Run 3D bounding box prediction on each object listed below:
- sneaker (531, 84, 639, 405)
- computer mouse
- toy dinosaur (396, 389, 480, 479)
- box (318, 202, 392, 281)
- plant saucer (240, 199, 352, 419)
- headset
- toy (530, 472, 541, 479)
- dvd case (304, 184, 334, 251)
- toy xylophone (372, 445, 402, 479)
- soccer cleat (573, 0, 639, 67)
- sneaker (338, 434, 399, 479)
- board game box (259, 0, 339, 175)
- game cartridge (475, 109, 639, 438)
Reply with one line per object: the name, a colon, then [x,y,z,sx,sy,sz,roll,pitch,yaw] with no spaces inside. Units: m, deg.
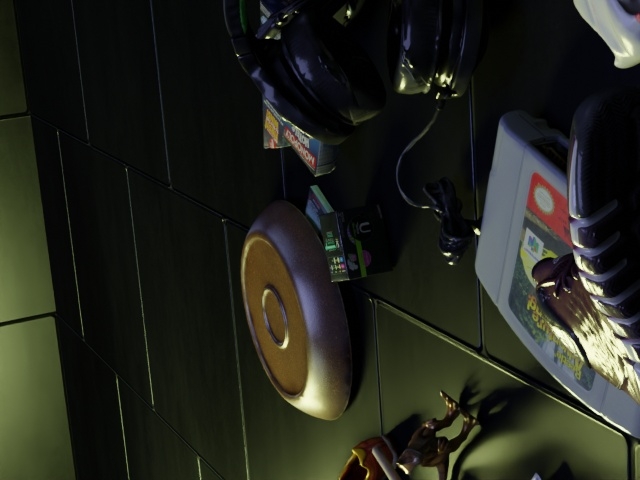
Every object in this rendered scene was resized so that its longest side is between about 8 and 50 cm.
sneaker: [0.205,0.009,1.023,0.162,0.106,0.281,26,139,58]
computer mouse: [-0.007,-0.242,1.487,0.060,0.184,0.262,58,156,-10]
toy dinosaur: [0.127,0.231,1.498,0.064,0.112,0.211,38,180,27]
box: [0.042,0.003,1.607,0.052,0.062,0.083,-12,90,65]
plant saucer: [-0.044,0.100,1.844,0.310,0.050,0.310,168,90,-69]
headset: [0.059,-0.163,1.295,0.185,0.243,0.394,-97,-17,-51]
toy: [0.236,0.367,1.341,0.137,0.056,0.237,109,142,-50]
dvd case: [0.000,0.000,1.763,0.119,0.013,0.087,99,149,-41]
toy xylophone: [0.101,0.360,1.494,0.236,0.081,0.323,61,173,-6]
soccer cleat: [0.222,-0.232,1.097,0.196,0.068,0.076,69,158,15]
sneaker: [0.049,0.311,1.725,0.064,0.067,0.175,55,149,40]
board game box: [-0.018,-0.174,1.668,0.194,0.060,0.194,-126,33,-44]
game cartridge: [0.235,0.034,1.204,0.294,0.060,0.196,-130,33,-48]
